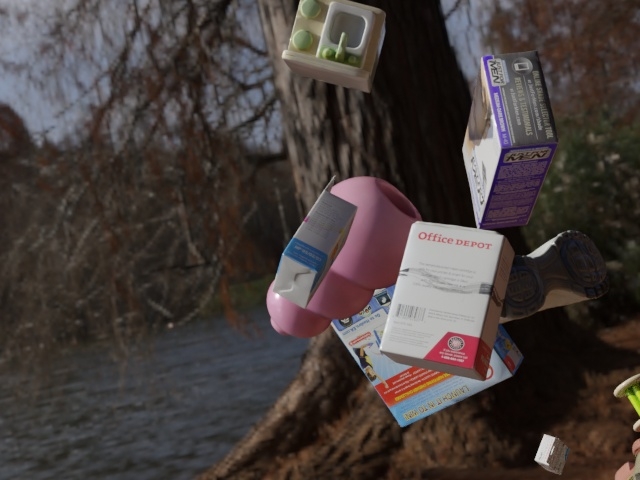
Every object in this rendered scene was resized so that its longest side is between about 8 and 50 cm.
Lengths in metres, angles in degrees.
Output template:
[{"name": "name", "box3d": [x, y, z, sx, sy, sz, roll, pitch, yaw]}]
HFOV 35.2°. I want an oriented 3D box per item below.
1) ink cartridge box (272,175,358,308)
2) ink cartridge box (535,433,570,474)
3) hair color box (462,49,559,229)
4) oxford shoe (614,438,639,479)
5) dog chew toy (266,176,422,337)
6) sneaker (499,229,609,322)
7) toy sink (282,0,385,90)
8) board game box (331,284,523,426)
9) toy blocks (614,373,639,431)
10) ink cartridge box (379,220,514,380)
[{"name": "ink cartridge box", "box3d": [0.000, 0.000, 1.530, 0.181, 0.061, 0.104, -58, -8, -36]}, {"name": "ink cartridge box", "box3d": [0.385, 0.355, 1.686, 0.028, 0.048, 0.083, 14, -18, 35]}, {"name": "hair color box", "box3d": [0.335, -0.171, 1.830, 0.110, 0.185, 0.339, -6, -24, -2]}, {"name": "oxford shoe", "box3d": [0.607, 0.437, 1.754, 0.140, 0.146, 0.397, 2, -28, 8]}, {"name": "dog chew toy", "box3d": [0.030, 0.045, 1.801, 0.332, 0.206, 0.206, -48, -16, 19]}, {"name": "sneaker", "box3d": [0.320, 0.062, 1.530, 0.297, 0.111, 0.129, -9, -13, -36]}, {"name": "toy sink", "box3d": [0.029, -0.351, 1.776, 0.152, 0.131, 0.234, 15, 4, 4]}, {"name": "board game box", "box3d": [0.216, 0.202, 2.136, 0.308, 0.302, 0.086, -32, 4, 33]}, {"name": "toy blocks", "box3d": [0.450, 0.237, 1.263, 0.123, 0.148, 0.054, -3, -37, -35]}, {"name": "ink cartridge box", "box3d": [0.139, 0.064, 1.095, 0.109, 0.150, 0.063, 9, -16, 26]}]
